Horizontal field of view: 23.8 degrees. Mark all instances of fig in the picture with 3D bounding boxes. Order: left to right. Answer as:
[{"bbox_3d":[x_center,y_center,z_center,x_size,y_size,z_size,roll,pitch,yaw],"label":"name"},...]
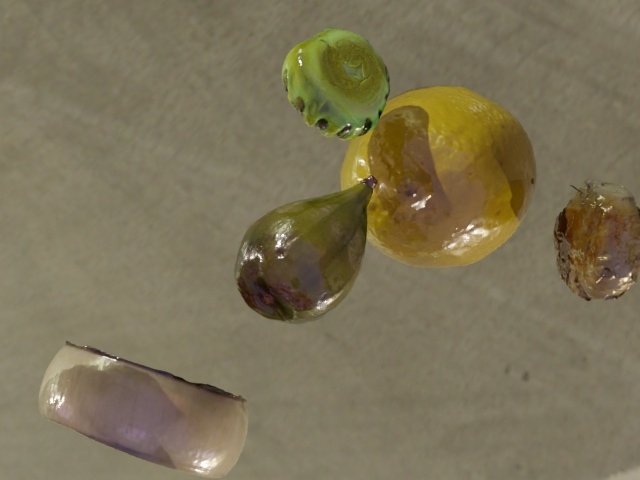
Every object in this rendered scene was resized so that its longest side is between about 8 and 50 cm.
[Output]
[{"bbox_3d":[-0.018,-0.005,1.616,0.127,0.185,0.133,19,157,-11],"label":"fig"}]

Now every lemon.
[{"bbox_3d":[0.146,-0.078,1.862,0.236,0.236,0.263,-14,153,28],"label":"lemon"}]

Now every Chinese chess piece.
[{"bbox_3d":[-0.207,0.199,1.793,0.250,0.250,0.103,17,83,11],"label":"Chinese chess piece"}]

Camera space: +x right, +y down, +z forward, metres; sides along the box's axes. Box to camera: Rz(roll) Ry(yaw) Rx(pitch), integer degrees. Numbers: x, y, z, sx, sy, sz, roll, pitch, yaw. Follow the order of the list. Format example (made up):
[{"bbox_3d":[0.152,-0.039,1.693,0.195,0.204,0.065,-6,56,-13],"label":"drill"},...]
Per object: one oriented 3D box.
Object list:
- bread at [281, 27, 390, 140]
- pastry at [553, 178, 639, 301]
[{"bbox_3d":[0.016,-0.176,1.703,0.130,0.139,0.071,44,137,-15],"label":"bread"},{"bbox_3d":[0.335,0.002,1.824,0.081,0.153,0.153,-4,127,-22],"label":"pastry"}]
